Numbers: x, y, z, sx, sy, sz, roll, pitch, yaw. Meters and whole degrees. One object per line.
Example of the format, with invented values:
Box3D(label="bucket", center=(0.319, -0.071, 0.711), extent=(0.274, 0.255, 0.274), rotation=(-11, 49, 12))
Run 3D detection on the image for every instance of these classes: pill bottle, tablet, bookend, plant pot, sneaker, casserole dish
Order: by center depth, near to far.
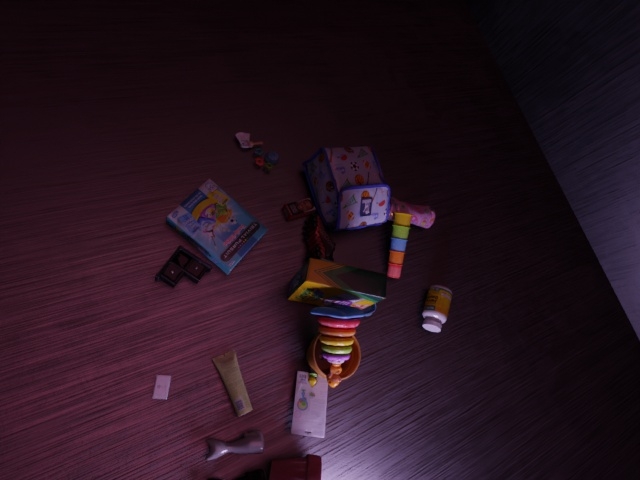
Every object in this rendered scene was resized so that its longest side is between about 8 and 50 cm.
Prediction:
Box3D(label="plant pot", center=(-0.099, 0.879, 1.530), extent=(0.181, 0.201, 0.201), rotation=(10, 67, -3))
Box3D(label="tablet", center=(-0.583, 0.536, 1.542), extent=(0.054, 0.006, 0.083), rotation=(11, 67, -19))
Box3D(label="bookend", center=(-0.542, 0.130, 1.670), extent=(0.156, 0.072, 0.157), rotation=(36, 62, -8))
Box3D(label="plant pot", center=(0.032, 0.467, 1.726), extent=(0.205, 0.188, 0.204), rotation=(8, 69, -21))
Box3D(label="sneaker", center=(0.000, 0.000, 1.937), extent=(0.135, 0.098, 0.275), rotation=(19, 49, -39))
Box3D(label="casserole dish", center=(0.188, 0.261, 1.955), extent=(0.114, 0.037, 0.188), rotation=(-10, 76, -26))
Box3D(label="pill bottle", center=(0.562, 0.331, 2.041), extent=(0.118, 0.117, 0.208), rotation=(29, 64, -11))

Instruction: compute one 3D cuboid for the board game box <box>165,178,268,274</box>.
Box3D(label="board game box", center=(-0.432, -0.062, 1.783), extent=(0.336, 0.079, 0.253), rotation=(41, 61, -4))

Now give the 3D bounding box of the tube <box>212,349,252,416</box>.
Box3D(label="tube", center=(-0.331, 0.549, 1.621), extent=(0.240, 0.062, 0.070), rotation=(65, 18, 14))

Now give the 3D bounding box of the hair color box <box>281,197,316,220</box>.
Box3D(label="hair color box", center=(-0.101, -0.146, 1.970), extent=(0.141, 0.043, 0.071), rotation=(-20, 71, -28))

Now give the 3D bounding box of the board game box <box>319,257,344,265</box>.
Box3D(label="board game box", center=(0.033, 0.147, 1.830), extent=(0.160, 0.210, 0.047), rotation=(19, 65, -17))

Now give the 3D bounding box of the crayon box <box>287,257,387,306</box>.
Box3D(label="crayon box", center=(0.055, 0.195, 1.715), extent=(0.314, 0.363, 0.105), rotation=(12, 69, -11))

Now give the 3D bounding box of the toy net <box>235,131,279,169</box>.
Box3D(label="toy net", center=(-0.308, -0.420, 1.989), extent=(0.232, 0.045, 0.122), rotation=(31, 64, -8))

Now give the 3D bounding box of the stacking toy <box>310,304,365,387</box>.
Box3D(label="stacking toy", center=(0.061, 0.398, 1.581), extent=(0.166, 0.175, 0.301), rotation=(9, 83, -54))

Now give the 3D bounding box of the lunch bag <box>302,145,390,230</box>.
Box3D(label="lunch bag", center=(0.142, -0.243, 1.999), extent=(0.328, 0.239, 0.384), rotation=(-9, 79, -33))

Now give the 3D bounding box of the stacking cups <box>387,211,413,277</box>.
Box3D(label="stacking cups", center=(0.385, 0.024, 2.041), extent=(0.096, 0.096, 0.315), rotation=(5, 92, -21))

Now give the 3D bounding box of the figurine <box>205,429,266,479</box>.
Box3D(label="figurine", center=(-0.309, 0.810, 1.519), extent=(0.210, 0.092, 0.214), rotation=(0, 70, -19))

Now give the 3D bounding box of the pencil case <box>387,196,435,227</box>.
Box3D(label="pencil case", center=(0.445, -0.144, 2.162), extent=(0.285, 0.124, 0.124), rotation=(11, 67, -19))

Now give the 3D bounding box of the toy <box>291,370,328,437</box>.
Box3D(label="toy", center=(-0.046, 0.659, 1.699), extent=(0.137, 0.056, 0.237), rotation=(14, 62, -14))
